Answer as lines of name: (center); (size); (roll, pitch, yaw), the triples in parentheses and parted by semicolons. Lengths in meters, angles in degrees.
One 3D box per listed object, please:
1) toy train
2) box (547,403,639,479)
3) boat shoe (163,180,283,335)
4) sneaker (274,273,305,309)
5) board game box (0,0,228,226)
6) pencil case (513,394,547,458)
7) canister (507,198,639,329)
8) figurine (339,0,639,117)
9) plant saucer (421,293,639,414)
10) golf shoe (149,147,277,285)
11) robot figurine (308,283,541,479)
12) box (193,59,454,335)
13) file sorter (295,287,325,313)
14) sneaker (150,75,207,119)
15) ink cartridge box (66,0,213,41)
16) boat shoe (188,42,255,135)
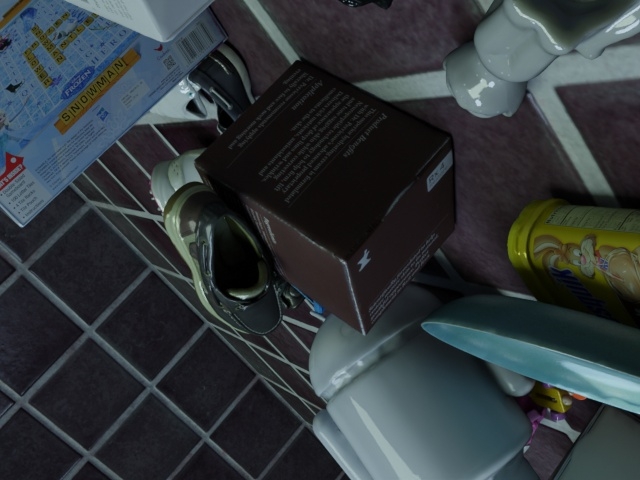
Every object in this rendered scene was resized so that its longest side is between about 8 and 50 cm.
toy train: (0.269, 0.142, 0.909); (0.166, 0.046, 0.125); (37, 143, 39)
box: (0.364, 0.342, 1.008); (0.121, 0.148, 0.311); (34, 162, 22)
boat shoe: (-0.087, 0.036, 0.786); (0.073, 0.080, 0.224); (34, 157, 41)
sneaker: (-0.091, 0.048, 1.384); (0.130, 0.087, 0.227); (23, 158, 42)
board game box: (-0.292, -0.234, 0.756); (0.066, 0.319, 0.318); (23, 154, 46)
pencil case: (0.270, 0.250, 1.084); (0.209, 0.095, 0.098); (74, 175, -60)
canister: (0.253, 0.027, 0.618); (0.126, 0.073, 0.170); (49, 159, -26)
figurine: (0.086, -0.171, 0.508); (0.215, 0.092, 0.209); (41, 170, -1)
plant saucer: (0.249, 0.111, 0.690); (0.317, 0.044, 0.317); (20, 172, 3)
golf shoe: (-0.141, -0.018, 1.233); (0.306, 0.140, 0.115); (54, -160, -27)
robot figurine: (0.119, 0.200, 0.947); (0.354, 0.300, 0.199); (55, -157, 14)
box: (0.010, -0.046, 0.800); (0.203, 0.168, 0.167); (34, 160, 26)
file sorter: (0.000, 0.000, 1.020); (0.104, 0.118, 0.170); (40, 163, 16)
sneaker: (-0.194, -0.228, 0.991); (0.094, 0.080, 0.212); (21, 161, 13)
ink cartridge box: (-0.162, -0.301, 0.516); (0.270, 0.197, 0.198); (29, 159, 34)
boat shoe: (-0.117, -0.161, 0.970); (0.075, 0.065, 0.206); (33, 160, 26)
